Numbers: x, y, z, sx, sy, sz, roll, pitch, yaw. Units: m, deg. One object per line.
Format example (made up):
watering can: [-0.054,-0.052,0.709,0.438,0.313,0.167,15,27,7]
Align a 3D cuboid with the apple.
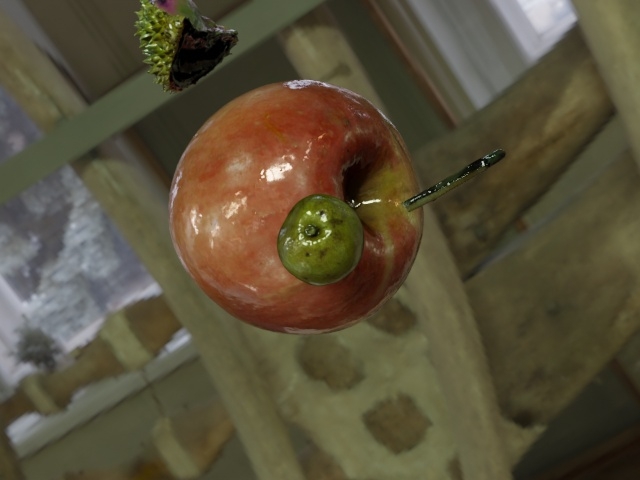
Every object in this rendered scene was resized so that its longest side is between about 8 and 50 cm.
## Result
apple: [-0.042,-0.043,1.731,0.364,0.364,0.364,-33,12,8]

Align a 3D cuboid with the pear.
pear: [0.000,0.000,1.451,0.107,0.107,0.131,-34,-22,6]

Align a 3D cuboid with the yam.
yam: [0.124,-0.055,1.136,0.107,0.014,0.014,-29,13,5]

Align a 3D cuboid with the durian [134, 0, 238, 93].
durian: [-0.203,-0.272,1.654,0.119,0.108,0.186,-52,-13,16]
